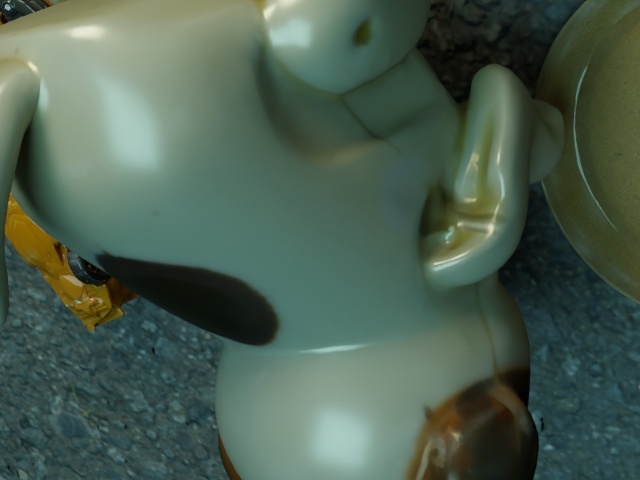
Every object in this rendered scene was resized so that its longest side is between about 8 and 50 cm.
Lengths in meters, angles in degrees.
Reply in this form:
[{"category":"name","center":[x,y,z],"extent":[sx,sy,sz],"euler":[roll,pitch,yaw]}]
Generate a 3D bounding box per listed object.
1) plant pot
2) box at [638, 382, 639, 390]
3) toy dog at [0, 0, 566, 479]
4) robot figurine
[{"category":"plant pot","center":[0.245,-0.061,0.905],"extent":[0.236,0.032,0.236],"euler":[14,115,33]},{"category":"box","center":[0.335,0.150,0.977],"extent":[0.128,0.122,0.257],"euler":[-17,112,34]},{"category":"toy dog","center":[0.000,0.000,0.865],"extent":[0.284,0.395,0.408],"euler":[-9,119,35]},{"category":"robot figurine","center":[-0.208,-0.071,1.136],"extent":[0.211,0.085,0.291],"euler":[-20,111,36]}]
